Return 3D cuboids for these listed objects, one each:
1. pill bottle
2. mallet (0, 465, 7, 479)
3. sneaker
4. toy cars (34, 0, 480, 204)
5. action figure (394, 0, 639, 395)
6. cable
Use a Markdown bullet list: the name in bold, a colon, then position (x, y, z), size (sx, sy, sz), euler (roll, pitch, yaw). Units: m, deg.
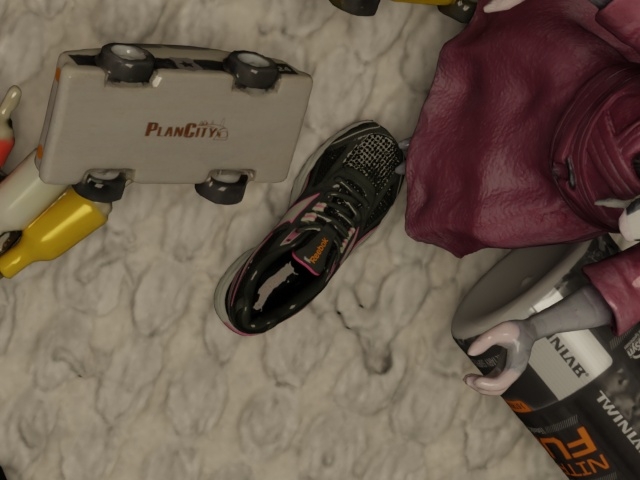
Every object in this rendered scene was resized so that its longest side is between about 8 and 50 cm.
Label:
- **pill bottle**: position (0.213, 0.114, 1.269), size (0.130, 0.130, 0.246), euler (-40, 100, 0)
- **mallet**: position (-0.170, 0.191, 1.287), size (0.189, 0.062, 0.039), euler (16, 97, -24)
- **sneaker**: position (0.000, 0.000, 1.254), size (0.072, 0.077, 0.178), euler (35, 92, -11)
- **toy cars**: position (-0.024, -0.148, 1.207), size (0.393, 0.087, 0.176), euler (-36, 134, -10)
- **action figure**: position (0.191, -0.042, 1.106), size (0.275, 0.370, 0.248), euler (3, 101, -22)
- **cable**: position (-0.259, 0.024, 1.228), size (0.139, 0.072, 0.287), euler (37, 91, -9)
